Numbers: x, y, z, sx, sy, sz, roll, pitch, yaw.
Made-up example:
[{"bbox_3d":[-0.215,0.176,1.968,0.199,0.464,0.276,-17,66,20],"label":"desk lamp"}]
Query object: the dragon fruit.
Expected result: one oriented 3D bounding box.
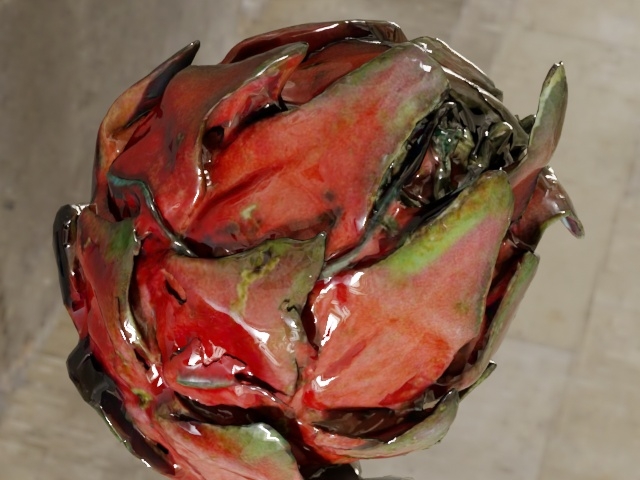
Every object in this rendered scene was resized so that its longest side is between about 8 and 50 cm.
[{"bbox_3d":[-0.007,0.007,0.672,0.188,0.182,0.182,-56,163,-12],"label":"dragon fruit"}]
